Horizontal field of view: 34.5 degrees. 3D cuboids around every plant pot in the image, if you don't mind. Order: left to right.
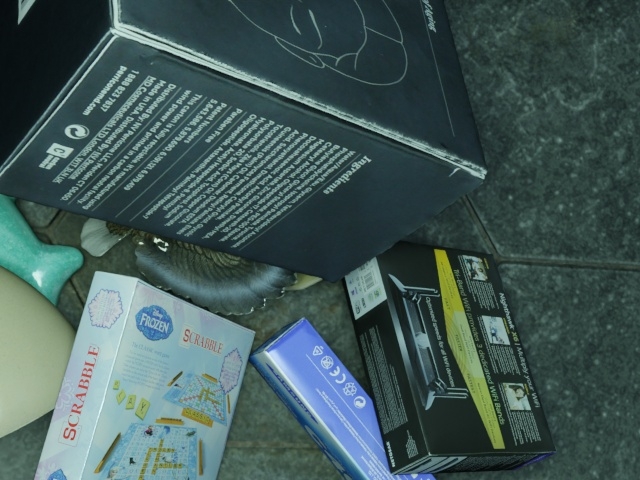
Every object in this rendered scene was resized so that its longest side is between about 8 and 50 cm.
[{"bbox_3d":[-0.436,0.126,1.232,0.284,0.284,0.191,-23,100,-15],"label":"plant pot"}]

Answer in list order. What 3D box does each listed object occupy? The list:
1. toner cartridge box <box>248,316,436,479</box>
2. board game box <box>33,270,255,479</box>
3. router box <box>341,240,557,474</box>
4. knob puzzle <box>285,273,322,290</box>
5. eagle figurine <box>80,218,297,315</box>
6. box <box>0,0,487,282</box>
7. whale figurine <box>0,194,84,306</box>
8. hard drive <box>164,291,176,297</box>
[{"bbox_3d":[0.045,0.267,1.397,0.075,0.165,0.348,-39,90,-16],"label":"toner cartridge box"},{"bbox_3d":[-0.212,0.229,1.274,0.066,0.319,0.318,10,78,24],"label":"board game box"},{"bbox_3d":[0.170,0.155,1.394,0.243,0.081,0.308,9,57,-37],"label":"router box"},{"bbox_3d":[0.000,0.000,1.439,0.030,0.213,0.213,38,73,-29],"label":"knob puzzle"},{"bbox_3d":[-0.171,-0.041,1.379,0.298,0.225,0.226,24,90,-18],"label":"eagle figurine"},{"bbox_3d":[-0.106,-0.259,1.201,0.472,0.297,0.479,16,52,-35],"label":"box"},{"bbox_3d":[-0.448,-0.007,1.346,0.272,0.141,0.216,32,75,-8],"label":"whale figurine"},{"bbox_3d":[-0.256,0.108,1.381,0.022,0.135,0.094,34,71,-43],"label":"hard drive"}]
